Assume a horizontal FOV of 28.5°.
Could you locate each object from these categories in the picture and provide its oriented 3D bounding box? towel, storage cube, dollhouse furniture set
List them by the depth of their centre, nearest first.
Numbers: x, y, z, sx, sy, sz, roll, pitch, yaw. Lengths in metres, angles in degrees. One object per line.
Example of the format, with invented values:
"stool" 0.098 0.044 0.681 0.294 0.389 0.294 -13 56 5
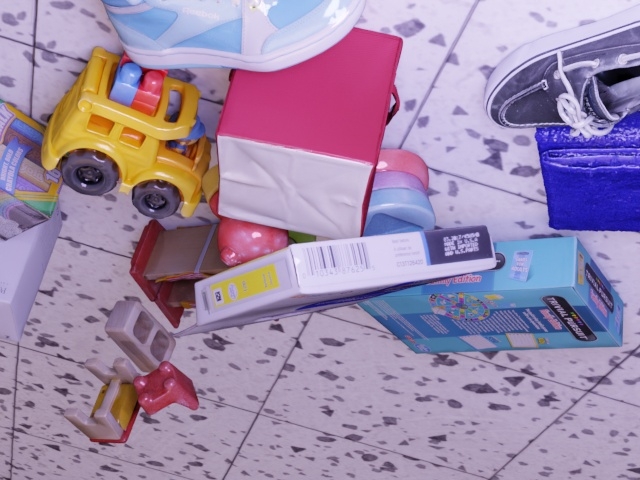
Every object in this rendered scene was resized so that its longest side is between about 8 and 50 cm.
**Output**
"storage cube" -0.018 -0.136 1.524 0.215 0.193 0.183 11 149 2
"towel" 0.427 -0.071 1.571 0.308 0.076 0.227 2 147 19
"dollhouse furniture set" -0.200 0.142 1.883 0.201 0.374 0.152 -4 141 29

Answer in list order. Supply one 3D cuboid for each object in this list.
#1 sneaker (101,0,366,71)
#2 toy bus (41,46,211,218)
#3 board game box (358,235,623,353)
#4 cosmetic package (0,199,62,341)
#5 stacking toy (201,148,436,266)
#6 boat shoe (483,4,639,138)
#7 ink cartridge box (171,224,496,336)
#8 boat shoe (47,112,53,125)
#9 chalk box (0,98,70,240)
"sneaker" -0.124 -0.289 1.380 0.319 0.127 0.208 -4 147 25
"toy bus" -0.225 -0.159 1.641 0.220 0.149 0.211 21 133 -18
"board game box" 0.250 0.087 1.865 0.336 0.079 0.254 -5 155 27
"cosmetic package" -0.541 0.010 1.937 0.224 0.224 0.138 12 150 1
"stacking toy" 0.000 0.000 1.715 0.309 0.130 0.279 -5 154 -6
"boat shoe" 0.308 -0.171 1.422 0.306 0.105 0.113 -15 139 39
"ink cartridge box" 0.007 0.049 1.583 0.304 0.072 0.307 -8 175 -37
"boat shoe" -0.323 -0.152 1.764 0.125 0.046 0.038 17 155 10
"chalk box" -0.483 -0.118 1.798 0.213 0.132 0.132 35 144 -31
